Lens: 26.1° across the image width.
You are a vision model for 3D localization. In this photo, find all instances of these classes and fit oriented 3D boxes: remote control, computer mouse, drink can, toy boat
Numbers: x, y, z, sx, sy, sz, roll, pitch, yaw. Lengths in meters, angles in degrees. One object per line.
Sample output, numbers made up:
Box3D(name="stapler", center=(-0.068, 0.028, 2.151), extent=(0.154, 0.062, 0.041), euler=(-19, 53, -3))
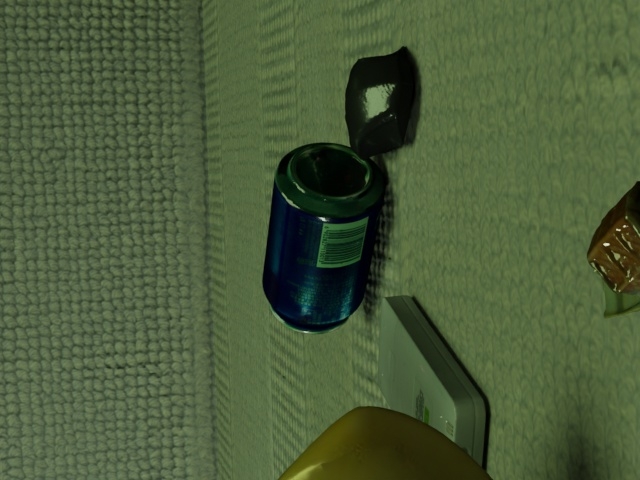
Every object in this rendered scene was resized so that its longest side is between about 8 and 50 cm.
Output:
Box3D(name="remote control", center=(0.094, 0.137, 1.239), extent=(0.250, 0.034, 0.103), euler=(-122, 31, -68))
Box3D(name="computer mouse", center=(0.048, -0.130, 1.349), extent=(0.172, 0.057, 0.099), euler=(133, 136, -76))
Box3D(name="drink can", center=(0.000, 0.000, 1.468), extent=(0.205, 0.118, 0.118), euler=(101, 163, -44))
Box3D(name="toy boat", center=(0.181, -0.008, 0.712), extent=(0.172, 0.066, 0.065), euler=(113, 156, -62))

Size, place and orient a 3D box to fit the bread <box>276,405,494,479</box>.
Box3D(name="bread", center=(0.011, 0.330, 0.955), extent=(0.245, 0.329, 0.424), euler=(-105, 12, -49))
